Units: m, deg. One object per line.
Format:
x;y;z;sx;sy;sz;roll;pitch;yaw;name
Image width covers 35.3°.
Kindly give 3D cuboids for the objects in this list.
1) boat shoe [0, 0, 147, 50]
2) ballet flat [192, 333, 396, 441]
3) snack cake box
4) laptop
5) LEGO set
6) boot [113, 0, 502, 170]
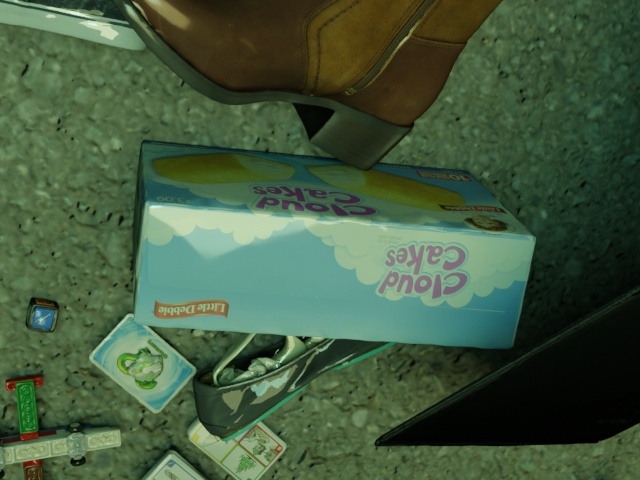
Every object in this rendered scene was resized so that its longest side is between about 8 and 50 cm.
-0.197;-0.187;0.671;0.183;0.065;0.083;8;106;-21;boat shoe
-0.012;0.082;0.794;0.203;0.074;0.074;-30;112;-5;ballet flat
0.000;0.000;0.724;0.264;0.152;0.089;5;109;-13;snack cake box
0.260;-0.038;0.723;0.382;0.236;0.408;14;81;-52;laptop
-0.174;0.156;0.817;0.182;0.060;0.244;-48;113;-6;LEGO set
0.032;-0.198;0.644;0.264;0.096;0.280;27;114;-31;boot
